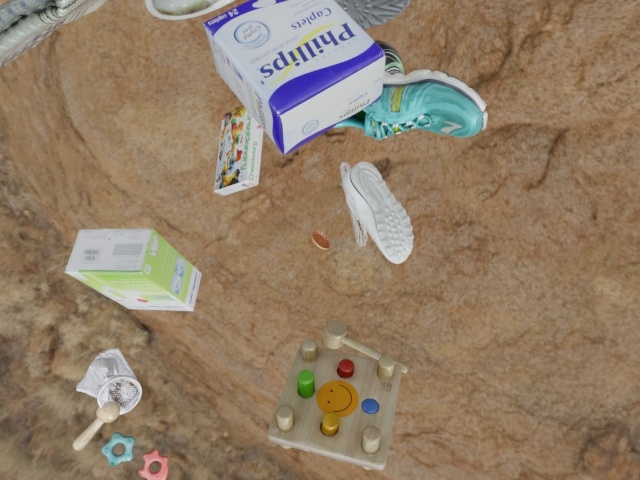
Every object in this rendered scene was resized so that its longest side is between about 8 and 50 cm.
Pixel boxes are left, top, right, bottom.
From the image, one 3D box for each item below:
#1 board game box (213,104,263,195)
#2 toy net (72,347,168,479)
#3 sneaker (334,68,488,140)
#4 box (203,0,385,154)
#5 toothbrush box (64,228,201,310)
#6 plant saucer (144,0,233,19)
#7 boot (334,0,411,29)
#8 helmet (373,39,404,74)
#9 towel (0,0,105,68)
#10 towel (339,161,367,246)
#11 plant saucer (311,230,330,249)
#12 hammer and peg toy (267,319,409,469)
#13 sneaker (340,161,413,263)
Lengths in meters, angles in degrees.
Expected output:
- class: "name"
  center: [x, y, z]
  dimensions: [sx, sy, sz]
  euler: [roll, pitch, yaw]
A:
- class: "board game box"
  center: [-0.282, -0.323, 1.704]
  dimensions: [0.193, 0.305, 0.053]
  euler: [-11, 160, 42]
- class: "toy net"
  center: [-0.261, 0.258, 0.637]
  dimensions: [0.122, 0.045, 0.232]
  euler: [1, 76, -18]
- class: "sneaker"
  center: [0.120, -0.193, 0.752]
  dimensions: [0.276, 0.110, 0.107]
  euler: [18, 151, 36]
- class: "box"
  center: [-0.025, -0.180, 0.492]
  dimensions: [0.126, 0.072, 0.137]
  euler: [-33, 71, -13]
- class: "toothbrush box"
  center: [-0.468, 0.083, 1.262]
  dimensions: [0.207, 0.122, 0.283]
  euler: [0, 155, 12]
- class: "plant saucer"
  center: [-0.288, -0.722, 1.262]
  dimensions: [0.401, 0.400, 0.100]
  euler: [-24, 99, 23]
- class: "boot"
  center: [0.043, -0.666, 1.450]
  dimensions: [0.367, 0.445, 0.146]
  euler: [-33, 112, -2]
- class: "helmet"
  center: [0.159, -0.484, 1.398]
  dimensions: [0.162, 0.169, 0.169]
  euler: [-20, 120, -27]
- class: "towel"
  center: [-0.294, -0.270, 0.561]
  dimensions: [0.325, 0.312, 0.056]
  euler: [-10, 132, 31]
- class: "towel"
  center: [0.122, -0.129, 1.761]
  dimensions: [0.049, 0.187, 0.282]
  euler: [-13, 72, 1]
- class: "plant saucer"
  center: [0.000, 0.000, 1.768]
  dimensions: [0.083, 0.083, 0.013]
  euler: [39, 123, -9]
- class: "hammer and peg toy"
  center: [0.060, 0.323, 1.122]
  dimensions: [0.266, 0.361, 0.127]
  euler: [10, 130, 12]
- class: "sneaker"
  center: [0.121, -0.055, 1.072]
  dimensions: [0.095, 0.090, 0.234]
  euler: [-31, 83, 59]
